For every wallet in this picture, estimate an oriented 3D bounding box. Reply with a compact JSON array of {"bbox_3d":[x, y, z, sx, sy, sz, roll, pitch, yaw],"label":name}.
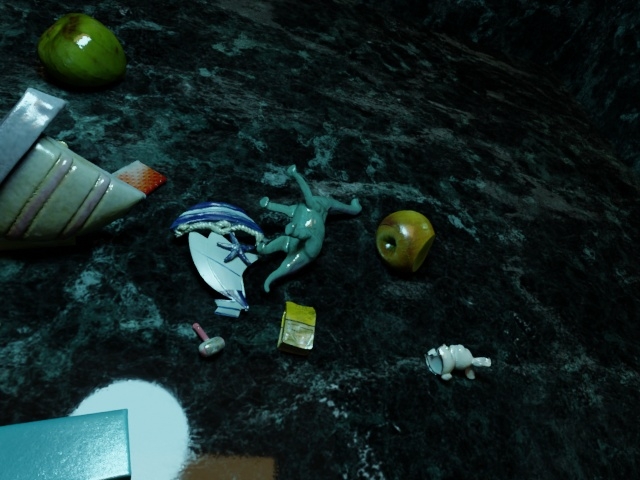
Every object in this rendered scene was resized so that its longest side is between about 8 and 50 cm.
[{"bbox_3d":[-0.474,-0.126,1.164,0.103,0.020,0.196,33,44,6],"label":"wallet"}]

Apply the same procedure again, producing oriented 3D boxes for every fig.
[{"bbox_3d":[-0.647,-0.509,1.344,0.225,0.203,0.203,36,22,-57],"label":"fig"}]

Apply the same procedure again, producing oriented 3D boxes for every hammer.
[{"bbox_3d":[-0.233,0.197,0.974,0.052,0.031,0.083,-19,49,-40],"label":"hammer"}]

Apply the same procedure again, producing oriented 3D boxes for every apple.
[{"bbox_3d":[0.234,-0.001,1.298,0.147,0.146,0.163,-7,51,-36],"label":"apple"}]

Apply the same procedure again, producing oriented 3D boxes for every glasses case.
[{"bbox_3d":[-0.444,0.336,0.715,0.301,0.070,0.117,-1,44,-24],"label":"glasses case"}]

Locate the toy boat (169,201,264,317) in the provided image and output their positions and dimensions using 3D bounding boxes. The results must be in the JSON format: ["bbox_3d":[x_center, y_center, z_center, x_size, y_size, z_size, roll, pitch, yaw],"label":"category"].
[{"bbox_3d":[-0.207,0.029,1.119,0.210,0.070,0.291,-21,68,-38],"label":"toy boat"}]

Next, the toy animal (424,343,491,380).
[{"bbox_3d":[0.316,0.277,1.125,0.124,0.071,0.085,-2,50,-27],"label":"toy animal"}]

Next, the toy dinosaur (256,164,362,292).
[{"bbox_3d":[0.000,0.000,1.237,0.331,0.129,0.383,30,56,-42],"label":"toy dinosaur"}]

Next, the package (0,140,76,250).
[{"bbox_3d":[-0.673,-0.095,0.973,0.311,0.221,0.165,-6,13,-27],"label":"package"}]

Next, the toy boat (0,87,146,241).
[{"bbox_3d":[-0.525,-0.100,0.904,0.276,0.293,0.111,-38,36,-10],"label":"toy boat"}]

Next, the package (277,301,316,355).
[{"bbox_3d":[-0.049,0.182,1.057,0.071,0.047,0.131,16,46,-7],"label":"package"}]
